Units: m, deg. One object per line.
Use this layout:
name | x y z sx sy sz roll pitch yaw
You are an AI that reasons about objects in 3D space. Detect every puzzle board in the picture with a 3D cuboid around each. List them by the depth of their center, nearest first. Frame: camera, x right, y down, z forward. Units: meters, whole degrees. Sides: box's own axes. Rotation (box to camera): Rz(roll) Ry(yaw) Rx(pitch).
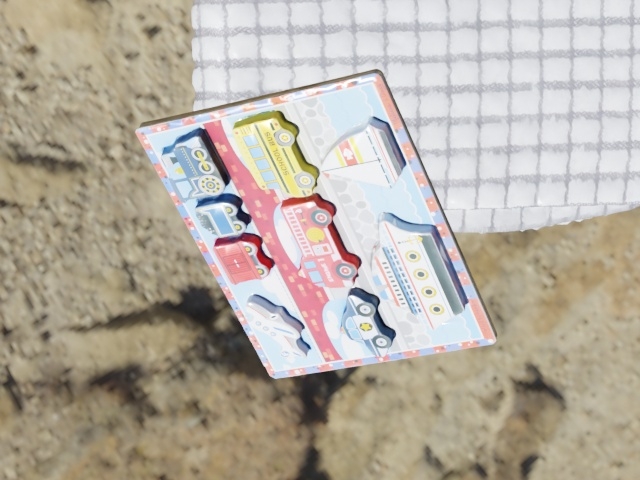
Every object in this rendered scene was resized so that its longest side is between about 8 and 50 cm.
puzzle board | 0.000 0.000 0.573 0.096 0.011 0.128 -10 127 23

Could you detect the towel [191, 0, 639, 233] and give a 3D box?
towel | 0.064 -0.123 0.873 0.283 0.121 0.235 -4 99 -7
